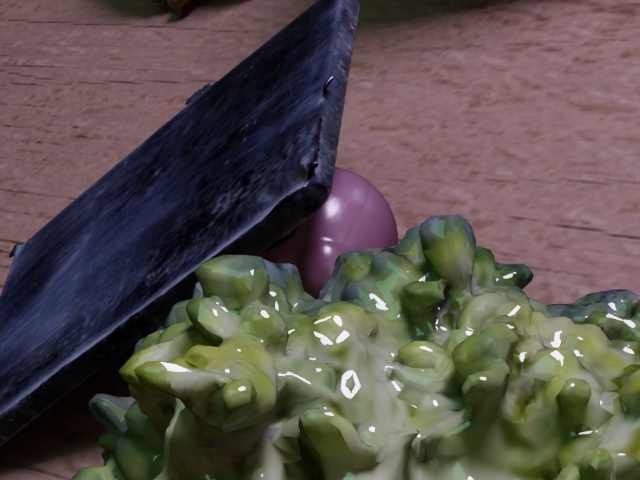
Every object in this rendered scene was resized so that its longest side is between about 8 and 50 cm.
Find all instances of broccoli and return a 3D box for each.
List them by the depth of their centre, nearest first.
[{"bbox_3d":[0.046,0.127,0.380,0.247,0.263,0.243,-53,5,4],"label":"broccoli"}]

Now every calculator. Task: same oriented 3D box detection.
[{"bbox_3d":[-0.079,-0.006,0.762,0.262,0.021,0.161,-35,28,32],"label":"calculator"}]

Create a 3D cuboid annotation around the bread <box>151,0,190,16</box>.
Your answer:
[{"bbox_3d":[-0.060,-0.264,1.057,0.143,0.139,0.229,-16,35,37],"label":"bread"}]

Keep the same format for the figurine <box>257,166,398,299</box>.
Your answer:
[{"bbox_3d":[0.000,0.000,0.721,0.071,0.067,0.083,-44,32,45],"label":"figurine"}]
